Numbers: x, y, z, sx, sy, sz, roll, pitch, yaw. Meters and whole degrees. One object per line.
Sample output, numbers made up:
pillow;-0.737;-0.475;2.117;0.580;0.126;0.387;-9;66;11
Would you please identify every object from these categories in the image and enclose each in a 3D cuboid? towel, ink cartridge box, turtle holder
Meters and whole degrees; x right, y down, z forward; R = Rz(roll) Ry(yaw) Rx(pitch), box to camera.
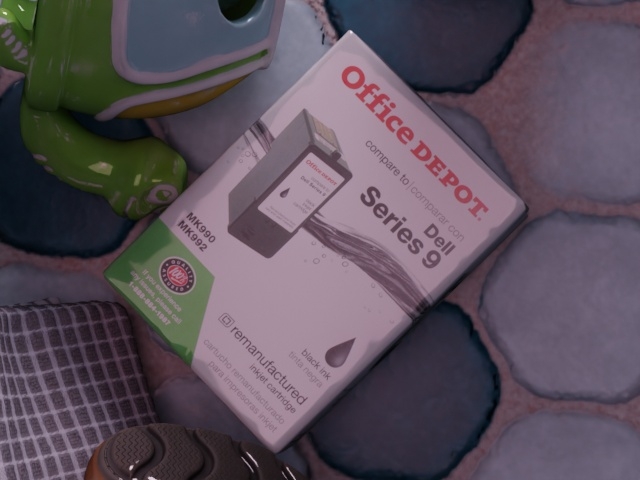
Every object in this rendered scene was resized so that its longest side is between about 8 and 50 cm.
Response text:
towel;-0.225;0.180;1.527;0.121;0.235;0.283;-21;81;35
ink cartridge box;0.000;0.000;1.567;0.289;0.121;0.211;-45;84;3
turtle holder;-0.147;-0.190;1.538;0.228;0.243;0.320;9;80;-9

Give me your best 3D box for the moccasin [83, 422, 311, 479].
moccasin;-0.025;0.267;1.511;0.380;0.139;0.147;28;120;-24
